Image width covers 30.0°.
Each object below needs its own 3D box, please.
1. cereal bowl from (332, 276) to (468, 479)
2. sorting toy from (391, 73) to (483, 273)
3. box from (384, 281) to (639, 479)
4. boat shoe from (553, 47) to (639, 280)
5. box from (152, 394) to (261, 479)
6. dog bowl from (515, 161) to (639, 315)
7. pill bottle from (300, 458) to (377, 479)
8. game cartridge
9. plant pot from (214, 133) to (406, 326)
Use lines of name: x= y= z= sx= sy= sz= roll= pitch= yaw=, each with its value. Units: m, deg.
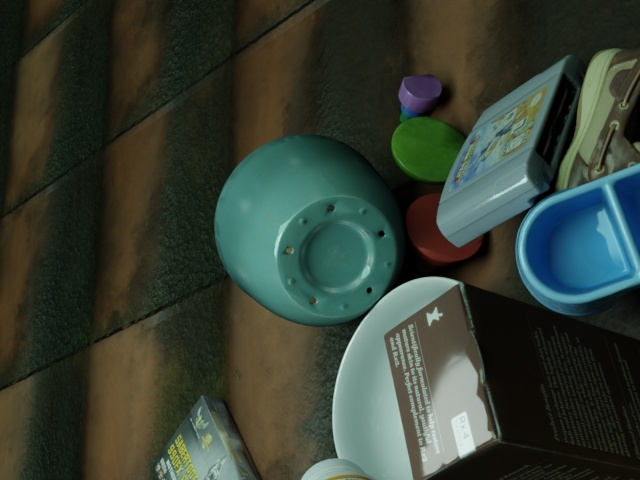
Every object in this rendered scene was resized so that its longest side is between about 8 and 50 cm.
cereal bowl: x=0.177 y=0.226 z=1.674 sx=0.339 sy=0.141 sz=0.339 roll=-24 pitch=57 yaw=44
sorting toy: x=0.163 y=-0.091 z=1.894 sx=0.126 sy=0.127 sz=0.366 roll=110 pitch=159 yaw=-54
box: x=0.266 y=0.198 z=1.379 sx=0.143 sy=0.381 sz=0.191 roll=-37 pitch=48 yaw=36
boat shoe: x=0.399 y=-0.095 z=1.568 sx=0.123 sy=0.123 sz=0.342 roll=1 pitch=71 yaw=49
box: x=-0.202 y=0.420 z=2.123 sx=0.183 sy=0.056 sz=0.231 roll=-54 pitch=40 yaw=20
dog bowl: x=0.380 y=-0.012 z=1.480 sx=0.297 sy=0.074 sz=0.166 roll=-21 pitch=79 yaw=16
pill bottle: x=0.037 y=0.376 z=1.513 sx=0.136 sy=0.136 sz=0.246 roll=-62 pitch=16 yaw=10
game cartridge: x=0.264 y=-0.125 z=1.681 sx=0.198 sy=0.062 sz=0.297 roll=-28 pitch=24 yaw=42
plant pot: x=0.000 y=0.000 z=1.819 sx=0.293 sy=0.293 sz=0.235 roll=-65 pitch=18 yaw=6
